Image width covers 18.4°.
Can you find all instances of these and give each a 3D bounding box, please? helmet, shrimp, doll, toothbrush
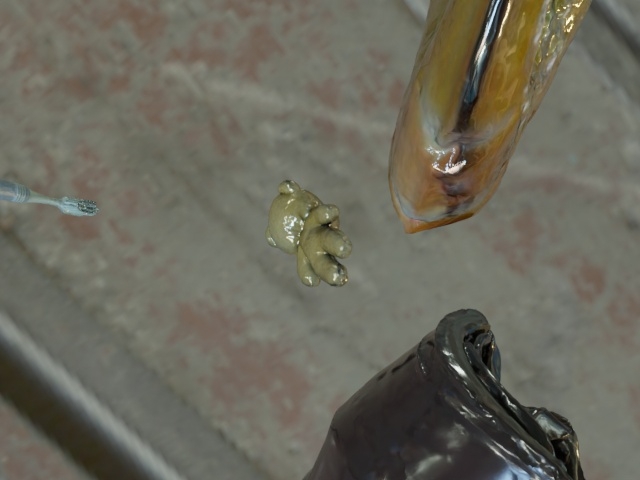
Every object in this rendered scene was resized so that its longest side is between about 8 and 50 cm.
[{"bbox_3d":[0.103,0.201,1.208,0.305,0.177,0.225,53,5,-26],"label":"helmet"},{"bbox_3d":[0.069,-0.118,0.566,0.068,0.150,0.249,18,89,0],"label":"shrimp"},{"bbox_3d":[-0.008,-0.001,1.344,0.051,0.062,0.093,11,20,-11],"label":"doll"},{"bbox_3d":[-0.230,-0.036,1.465,0.219,0.019,0.016,15,84,-63],"label":"toothbrush"}]
